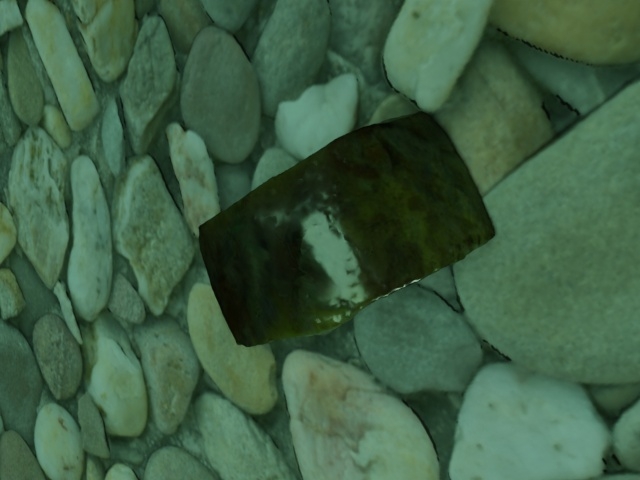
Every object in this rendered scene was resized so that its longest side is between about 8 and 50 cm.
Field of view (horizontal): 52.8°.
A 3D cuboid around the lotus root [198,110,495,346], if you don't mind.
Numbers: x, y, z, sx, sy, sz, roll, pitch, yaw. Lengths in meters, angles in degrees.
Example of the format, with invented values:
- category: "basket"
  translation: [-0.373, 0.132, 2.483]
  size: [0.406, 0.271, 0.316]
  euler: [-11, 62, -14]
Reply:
- category: "lotus root"
  translation: [0.000, 0.000, 0.503]
  size: [0.234, 0.138, 0.119]
  euler: [-26, 93, 32]
